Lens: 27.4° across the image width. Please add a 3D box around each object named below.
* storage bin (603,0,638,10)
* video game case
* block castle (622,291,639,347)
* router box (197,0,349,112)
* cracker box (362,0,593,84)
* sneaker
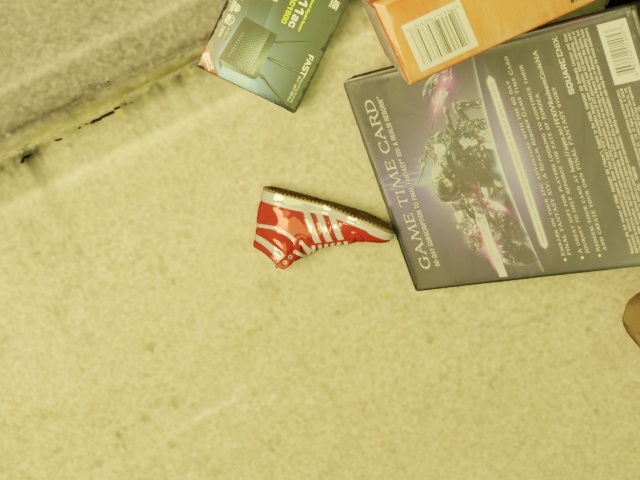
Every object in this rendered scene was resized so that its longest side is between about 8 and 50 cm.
[{"bbox_3d":[0.296,-0.215,1.038,0.084,0.122,0.180,19,102,-5],"label":"storage bin"},{"bbox_3d":[0.157,-0.064,1.038,0.274,0.026,0.196,-8,107,42],"label":"video game case"},{"bbox_3d":[0.498,0.053,1.057,0.453,0.213,0.303,18,102,-5],"label":"block castle"},{"bbox_3d":[-0.036,-0.179,1.085,0.092,0.038,0.122,24,101,-7],"label":"router box"},{"bbox_3d":[0.114,-0.188,0.985,0.156,0.232,0.067,-24,103,5],"label":"cracker box"},{"bbox_3d":[0.000,0.000,1.124,0.118,0.042,0.067,16,98,3],"label":"sneaker"}]
